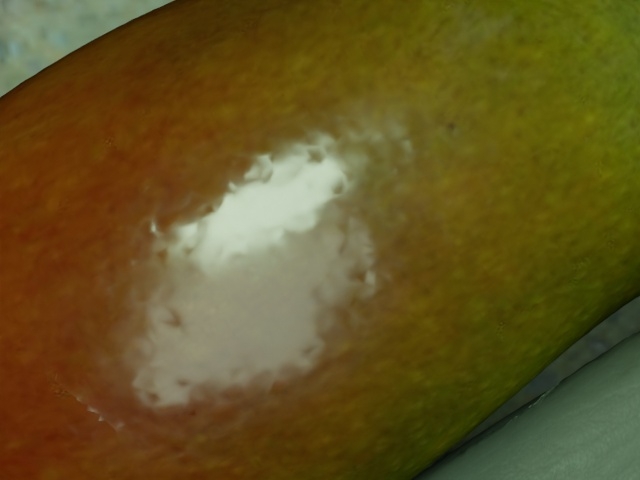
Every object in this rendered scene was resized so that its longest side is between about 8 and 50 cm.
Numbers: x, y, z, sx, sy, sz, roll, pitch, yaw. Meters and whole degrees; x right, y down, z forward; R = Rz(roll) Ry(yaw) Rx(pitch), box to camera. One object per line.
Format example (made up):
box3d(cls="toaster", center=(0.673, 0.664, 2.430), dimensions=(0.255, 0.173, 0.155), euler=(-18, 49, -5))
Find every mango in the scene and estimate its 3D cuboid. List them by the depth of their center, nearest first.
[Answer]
box3d(cls="mango", center=(-0.004, -0.004, 0.371), dimensions=(0.289, 0.129, 0.146), euler=(-32, 102, 2))

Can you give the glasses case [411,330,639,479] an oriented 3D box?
box3d(cls="glasses case", center=(0.067, 0.118, 0.389), dimensions=(0.083, 0.128, 0.308), euler=(-2, 151, -40))
